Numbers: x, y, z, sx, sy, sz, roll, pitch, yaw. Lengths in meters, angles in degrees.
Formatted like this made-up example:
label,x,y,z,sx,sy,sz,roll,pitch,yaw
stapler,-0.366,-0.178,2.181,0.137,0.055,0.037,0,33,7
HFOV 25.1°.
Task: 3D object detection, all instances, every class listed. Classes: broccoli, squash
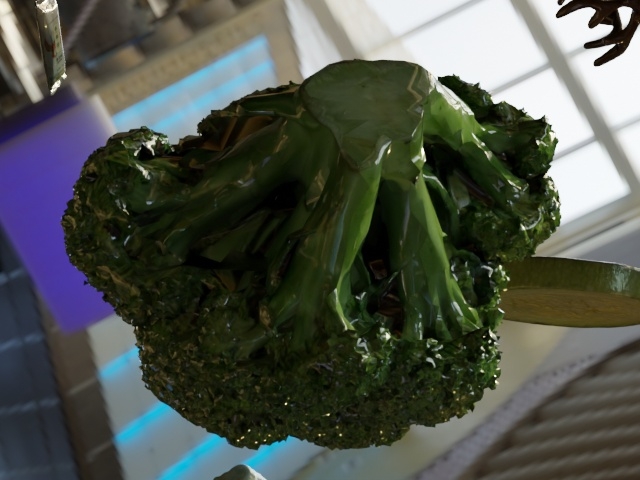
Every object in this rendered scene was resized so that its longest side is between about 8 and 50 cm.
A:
label,x,y,z,sx,sy,sz,roll,pitch,yaw
broccoli,0.002,0.007,1.154,0.413,0.321,0.310,-2,173,-15
squash,0.293,0.064,1.711,0.252,0.048,0.252,7,168,1

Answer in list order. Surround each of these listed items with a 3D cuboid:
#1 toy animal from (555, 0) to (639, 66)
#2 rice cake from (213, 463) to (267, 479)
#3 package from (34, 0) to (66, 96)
label,x,y,z,sx,sy,sz,roll,pitch,yaw
toy animal,0.332,-0.176,1.217,0.260,0.243,0.087,-29,148,34
rice cake,-0.005,0.320,1.433,0.063,0.336,0.066,-29,-134,16
package,-0.266,-0.197,1.420,0.015,0.110,0.037,14,-139,16
